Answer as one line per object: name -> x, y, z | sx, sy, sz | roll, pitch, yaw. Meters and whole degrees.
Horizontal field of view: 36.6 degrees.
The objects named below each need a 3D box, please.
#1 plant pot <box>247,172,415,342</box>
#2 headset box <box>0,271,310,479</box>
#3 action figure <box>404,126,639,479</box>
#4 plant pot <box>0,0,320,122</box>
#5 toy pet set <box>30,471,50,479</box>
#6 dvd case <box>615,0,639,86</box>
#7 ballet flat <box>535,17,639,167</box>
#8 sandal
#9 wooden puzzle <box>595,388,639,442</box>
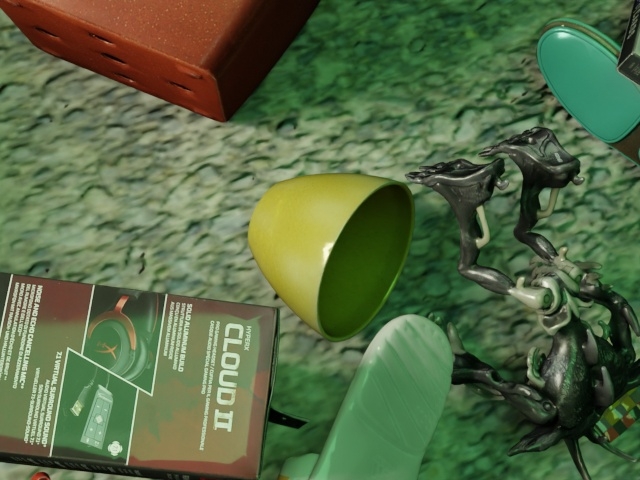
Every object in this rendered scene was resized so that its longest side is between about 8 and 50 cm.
plant pot -> 0.000, 0.000, 0.769 | 0.095, 0.134, 0.134 | 25, 70, 28
headset box -> -0.154, 0.101, 0.660 | 0.293, 0.218, 0.110 | 8, 74, -6
action figure -> 0.166, 0.056, 0.765 | 0.164, 0.141, 0.276 | -24, 105, -22
plant pot -> -0.118, -0.245, 0.757 | 0.267, 0.267, 0.236 | 23, 85, -1
toy pet set -> -0.248, 0.218, 0.672 | 0.122, 0.065, 0.114 | 15, 86, -32
dvd case -> 0.378, -0.147, 0.857 | 0.238, 0.029, 0.179 | 31, 51, -6
ballet flat -> 0.297, -0.111, 0.866 | 0.247, 0.083, 0.087 | 45, 49, 6
sandal -> 0.021, 0.180, 0.735 | 0.102, 0.076, 0.265 | 28, 83, -23
wooden puzzle -> 0.246, 0.135, 0.815 | 0.083, 0.006, 0.049 | -36, 82, -16
